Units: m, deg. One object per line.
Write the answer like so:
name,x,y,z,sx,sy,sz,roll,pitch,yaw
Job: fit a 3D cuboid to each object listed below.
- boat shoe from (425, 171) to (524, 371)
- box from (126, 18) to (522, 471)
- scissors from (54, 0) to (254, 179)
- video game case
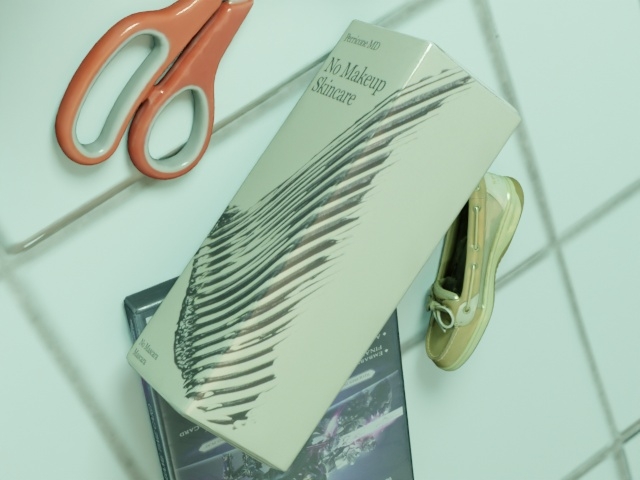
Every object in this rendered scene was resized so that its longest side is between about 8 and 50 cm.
boat shoe,0.102,0.022,1.094,0.048,0.056,0.153,11,108,-26
box,0.000,0.000,0.954,0.094,0.113,0.275,35,86,-31
scissors,-0.054,-0.164,0.909,0.109,0.021,0.297,27,100,-40
video game case,-0.027,0.122,1.085,0.196,0.026,0.274,-22,126,-21
